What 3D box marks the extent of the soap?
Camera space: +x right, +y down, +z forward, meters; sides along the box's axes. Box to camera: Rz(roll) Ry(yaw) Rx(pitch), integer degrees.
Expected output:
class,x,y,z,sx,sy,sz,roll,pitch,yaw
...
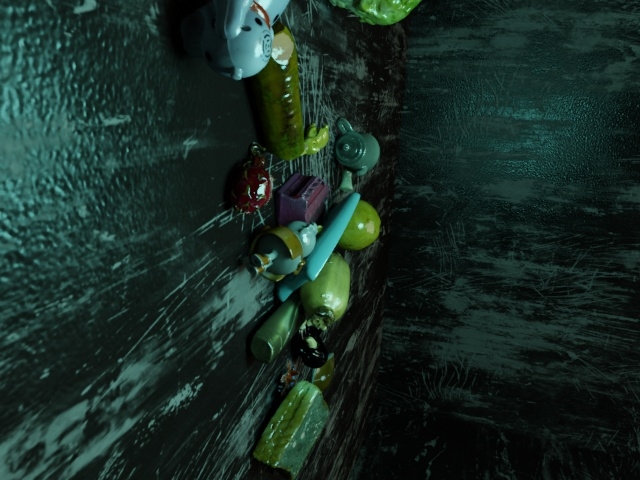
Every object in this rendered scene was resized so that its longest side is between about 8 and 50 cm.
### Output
class,x,y,z,sx,sy,sz,roll,pitch,yaw
soap,-0.042,-0.108,1.430,0.250,0.099,0.162,-55,148,-57

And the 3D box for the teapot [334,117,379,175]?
class,x,y,z,sx,sy,sz,roll,pitch,yaw
teapot,0.116,-0.346,1.819,0.149,0.162,0.239,-1,74,-62

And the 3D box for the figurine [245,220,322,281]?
class,x,y,z,sx,sy,sz,roll,pitch,yaw
figurine,-0.077,0.019,1.233,0.271,0.143,0.143,-10,109,-45

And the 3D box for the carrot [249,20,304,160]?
class,x,y,z,sx,sy,sz,roll,pitch,yaw
carrot,-0.098,-0.334,1.111,0.301,0.114,0.114,85,20,-44

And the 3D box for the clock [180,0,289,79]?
class,x,y,z,sx,sy,sz,roll,pitch,yaw
clock,-0.138,-0.388,0.833,0.189,0.189,0.254,46,52,-70

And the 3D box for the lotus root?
class,x,y,z,sx,sy,sz,roll,pitch,yaw
lotus root,0.014,0.143,1.434,0.131,0.146,0.303,-41,-161,32

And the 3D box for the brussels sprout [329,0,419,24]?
class,x,y,z,sx,sy,sz,roll,pitch,yaw
brussels sprout,0.168,-0.814,1.442,0.268,0.344,0.344,-14,111,-65

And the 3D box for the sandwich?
class,x,y,z,sx,sy,sz,roll,pitch,yaw
sandwich,-0.076,0.599,1.537,0.271,0.099,0.301,-53,153,-22

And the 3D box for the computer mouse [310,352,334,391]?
class,x,y,z,sx,sy,sz,roll,pitch,yaw
computer mouse,0.019,0.544,2.023,0.245,0.056,0.125,-3,100,-72

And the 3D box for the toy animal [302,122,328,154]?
class,x,y,z,sx,sy,sz,roll,pitch,yaw
toy animal,-0.029,-0.285,1.463,0.159,0.070,0.083,-56,152,-48

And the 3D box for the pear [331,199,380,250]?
class,x,y,z,sx,sy,sz,roll,pitch,yaw
pear,0.130,-0.061,1.869,0.209,0.209,0.208,8,90,-74

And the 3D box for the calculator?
class,x,y,z,sx,sy,sz,roll,pitch,yaw
calculator,0.000,0.000,1.446,0.256,0.054,0.386,-39,-167,50

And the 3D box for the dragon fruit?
class,x,y,z,sx,sy,sz,roll,pitch,yaw
dragon fruit,-0.145,-0.144,1.085,0.094,0.094,0.190,71,26,-57

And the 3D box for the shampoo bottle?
class,x,y,z,sx,sy,sz,roll,pitch,yaw
shampoo bottle,-0.100,0.234,1.405,0.350,0.084,0.125,-43,151,-65

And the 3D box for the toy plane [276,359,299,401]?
class,x,y,z,sx,sy,sz,roll,pitch,yaw
toy plane,-0.101,0.479,1.568,0.130,0.061,0.189,-63,159,-51

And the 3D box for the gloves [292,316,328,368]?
class,x,y,z,sx,sy,sz,roll,pitch,yaw
gloves,-0.033,0.330,1.642,0.164,0.124,0.203,-102,171,-72

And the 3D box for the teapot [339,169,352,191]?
class,x,y,z,sx,sy,sz,roll,pitch,yaw
teapot,0.104,-0.243,1.967,0.067,0.057,0.083,165,-66,-66
